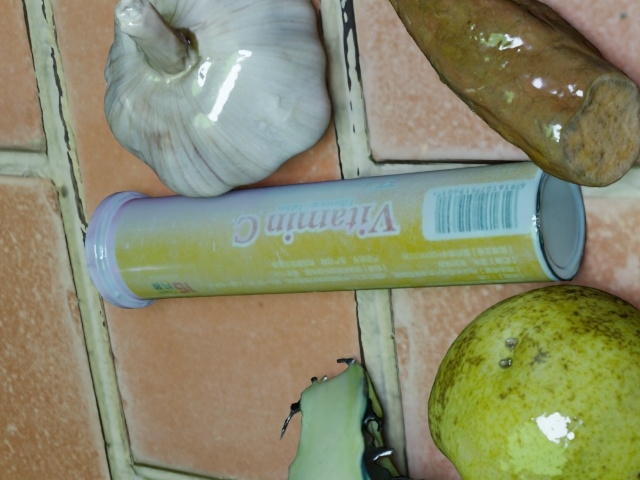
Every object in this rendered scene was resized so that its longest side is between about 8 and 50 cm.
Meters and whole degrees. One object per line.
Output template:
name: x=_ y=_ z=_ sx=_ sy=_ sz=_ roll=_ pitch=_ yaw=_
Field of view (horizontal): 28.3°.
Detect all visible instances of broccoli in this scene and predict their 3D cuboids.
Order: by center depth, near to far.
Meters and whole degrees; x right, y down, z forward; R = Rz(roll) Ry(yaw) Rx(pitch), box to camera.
broccoli: x=0.051 y=0.261 z=1.102 sx=0.242 sy=0.273 sz=0.180 roll=-20 pitch=141 yaw=28

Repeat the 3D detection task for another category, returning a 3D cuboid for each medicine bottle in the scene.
medicine bottle: x=0.000 y=0.000 z=1.036 sx=0.426 sy=0.108 sz=0.108 roll=-3 pitch=106 yaw=33

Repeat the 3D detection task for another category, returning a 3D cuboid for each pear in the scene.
pear: x=0.185 y=0.123 z=0.912 sx=0.197 sy=0.197 sz=0.197 roll=12 pitch=114 yaw=29

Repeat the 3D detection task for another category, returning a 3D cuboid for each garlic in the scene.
garlic: x=-0.100 y=-0.132 z=0.969 sx=0.199 sy=0.226 sz=0.199 roll=-1 pitch=87 yaw=18

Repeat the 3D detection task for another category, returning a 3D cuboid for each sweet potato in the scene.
sweet potato: x=0.129 y=-0.139 z=0.907 sx=0.252 sy=0.097 sz=0.097 roll=48 pitch=127 yaw=20
